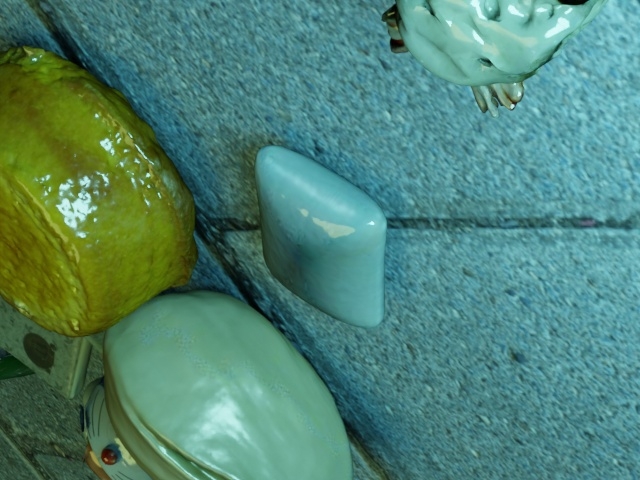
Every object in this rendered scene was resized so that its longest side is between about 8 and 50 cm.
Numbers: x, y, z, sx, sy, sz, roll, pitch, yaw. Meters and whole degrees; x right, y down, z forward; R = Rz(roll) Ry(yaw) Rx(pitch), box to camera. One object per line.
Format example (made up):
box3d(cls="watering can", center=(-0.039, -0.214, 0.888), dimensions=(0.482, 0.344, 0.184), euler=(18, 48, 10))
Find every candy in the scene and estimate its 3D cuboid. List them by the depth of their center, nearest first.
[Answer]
box3d(cls="candy", center=(0.000, 0.000, 1.703), dimensions=(0.138, 0.071, 0.174), euler=(32, 153, 22))

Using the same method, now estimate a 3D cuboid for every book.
box3d(cls="book", center=(-0.405, -0.008, 2.237), dimensions=(0.379, 0.031, 0.264), euler=(34, 133, 17))

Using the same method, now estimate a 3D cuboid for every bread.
box3d(cls="bread", center=(-0.258, -0.042, 1.894), dimensions=(0.312, 0.172, 0.312), euler=(34, 151, 22))

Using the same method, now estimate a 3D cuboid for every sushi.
box3d(cls="sushi", center=(0.134, -0.197, 1.146), dimensions=(0.124, 0.130, 0.332), euler=(40, 153, 7))

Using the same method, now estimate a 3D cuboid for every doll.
box3d(cls="doll", center=(-0.224, 0.217, 2.265), dimensions=(0.257, 0.161, 0.215), euler=(-21, 85, 65))

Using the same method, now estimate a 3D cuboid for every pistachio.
box3d(cls="pistachio", center=(-0.090, 0.189, 1.969), dimensions=(0.332, 0.226, 0.208), euler=(46, 114, 4))

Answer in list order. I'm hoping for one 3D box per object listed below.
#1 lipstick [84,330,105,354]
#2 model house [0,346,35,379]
box3d(cls="lipstick", center=(-0.164, 0.138, 2.111), dimensions=(0.290, 0.077, 0.076), euler=(46, 135, -14))
box3d(cls="model house", center=(-0.392, 0.120, 2.384), dimensions=(0.117, 0.167, 0.088), euler=(-30, 78, 36))
